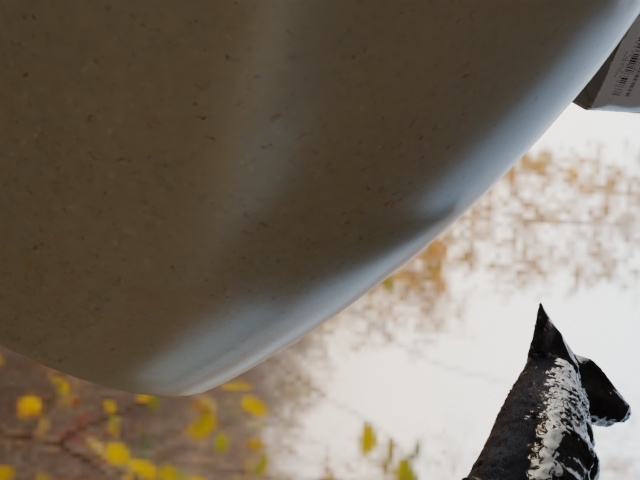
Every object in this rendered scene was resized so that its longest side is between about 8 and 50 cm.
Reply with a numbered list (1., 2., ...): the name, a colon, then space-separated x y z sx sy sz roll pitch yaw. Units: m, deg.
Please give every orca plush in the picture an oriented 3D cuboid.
1. orca plush: 0.101 0.167 0.746 0.287 0.102 0.151 -54 151 -46

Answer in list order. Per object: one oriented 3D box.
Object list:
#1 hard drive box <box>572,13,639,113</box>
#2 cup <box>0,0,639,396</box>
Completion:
1. hard drive box: 0.239 -0.181 1.153 0.232 0.089 0.181 -1 121 -54
2. cup: -0.065 -0.076 0.722 0.237 0.331 0.331 -63 -171 14
